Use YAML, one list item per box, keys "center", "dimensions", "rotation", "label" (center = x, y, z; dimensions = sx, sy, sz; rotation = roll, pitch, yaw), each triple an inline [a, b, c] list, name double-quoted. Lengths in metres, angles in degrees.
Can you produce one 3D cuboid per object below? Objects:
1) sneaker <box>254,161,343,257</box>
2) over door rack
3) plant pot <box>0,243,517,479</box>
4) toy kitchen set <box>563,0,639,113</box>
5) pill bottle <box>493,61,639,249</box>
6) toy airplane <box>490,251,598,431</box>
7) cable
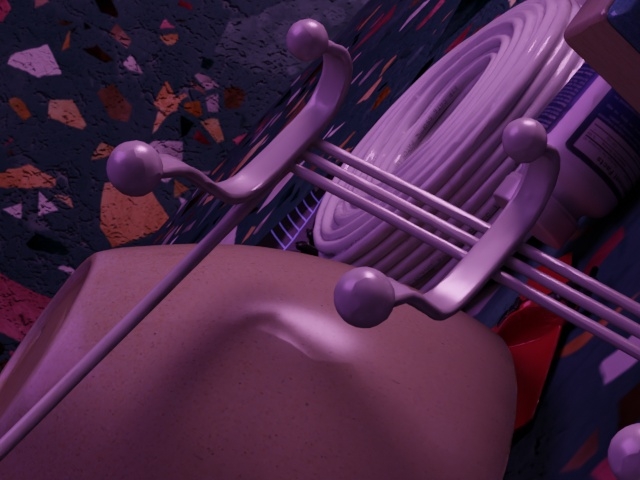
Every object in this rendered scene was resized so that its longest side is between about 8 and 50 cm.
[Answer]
- center: [0.000, 0.000, 1.202]
  dimensions: [0.232, 0.081, 0.090]
  rotation: [-53, 4, -29]
  label: "sneaker"
- center: [-0.003, 0.075, 0.524]
  dimensions: [0.324, 0.239, 0.108]
  rotation: [-52, -26, -19]
  label: "over door rack"
- center: [-0.067, 0.110, 0.707]
  dimensions: [0.284, 0.191, 0.284]
  rotation: [-51, 13, 17]
  label: "plant pot"
- center: [0.239, -0.142, 0.622]
  dimensions: [0.207, 0.122, 0.166]
  rotation: [-53, 11, -21]
  label: "toy kitchen set"
- center: [0.154, -0.056, 0.812]
  dimensions: [0.120, 0.067, 0.067]
  rotation: [-49, 11, -3]
  label: "pill bottle"
- center: [0.092, 0.057, 0.771]
  dimensions: [0.151, 0.028, 0.151]
  rotation: [-47, 11, 12]
  label: "toy airplane"
- center: [0.102, -0.061, 0.979]
  dimensions: [0.257, 0.089, 0.257]
  rotation: [-43, 12, 29]
  label: "cable"
